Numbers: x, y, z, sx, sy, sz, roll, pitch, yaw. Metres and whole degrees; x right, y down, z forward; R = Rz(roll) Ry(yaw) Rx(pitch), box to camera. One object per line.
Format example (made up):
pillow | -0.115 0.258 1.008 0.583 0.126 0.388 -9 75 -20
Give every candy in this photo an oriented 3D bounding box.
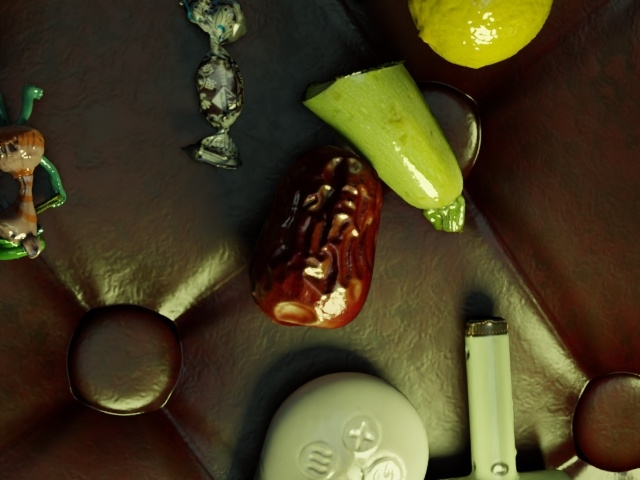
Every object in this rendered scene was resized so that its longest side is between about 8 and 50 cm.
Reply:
candy | -0.135 -0.202 1.172 0.093 0.051 0.227 -4 94 1

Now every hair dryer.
hair dryer | 0.235 0.261 1.252 0.203 0.128 0.362 -2 88 -9

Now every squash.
squash | 0.120 -0.125 1.189 0.287 0.137 0.137 44 87 -15

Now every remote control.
remote control | 0.018 0.335 1.217 0.221 0.103 0.332 16 94 -9

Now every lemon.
lemon | 0.204 -0.313 1.154 0.203 0.178 0.178 -41 100 -6

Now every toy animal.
toy animal | -0.363 -0.083 1.129 0.103 0.100 0.209 -10 95 -48

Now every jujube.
jujube | 0.000 0.000 1.165 0.155 0.155 0.230 18 82 -11

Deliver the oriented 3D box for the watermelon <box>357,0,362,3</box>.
watermelon | 0.074 -0.416 1.159 0.145 0.137 0.193 45 129 -12
